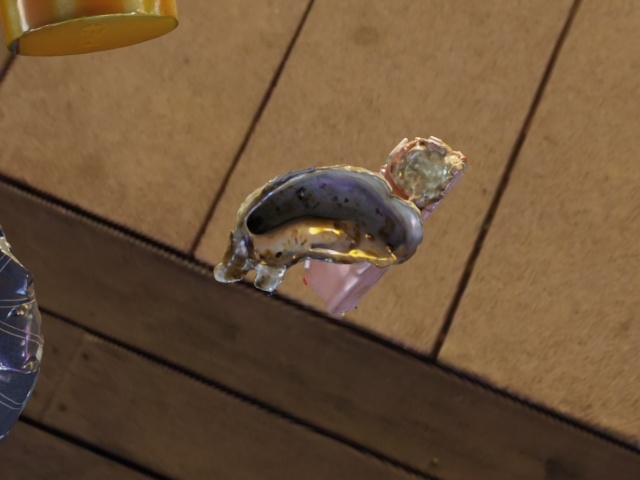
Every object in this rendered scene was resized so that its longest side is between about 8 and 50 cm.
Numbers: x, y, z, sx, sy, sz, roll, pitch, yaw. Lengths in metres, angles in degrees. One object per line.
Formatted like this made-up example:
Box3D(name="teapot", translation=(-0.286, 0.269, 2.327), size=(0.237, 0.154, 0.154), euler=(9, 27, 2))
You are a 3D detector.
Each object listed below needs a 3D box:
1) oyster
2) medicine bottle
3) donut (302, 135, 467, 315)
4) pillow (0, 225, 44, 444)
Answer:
Box3D(name="oyster", translation=(0.000, 0.000, 0.601), size=(0.083, 0.038, 0.081), euler=(29, 87, -4))
Box3D(name="medicine bottle", translation=(-0.136, -0.200, 0.660), size=(0.096, 0.096, 0.192), euler=(-9, 89, -6))
Box3D(name="donut", translation=(0.062, -0.015, 1.419), size=(0.085, 0.199, 0.233), euler=(40, 56, 3))
Box3D(name="pillow", translation=(-0.349, 0.122, 1.188), size=(0.092, 0.335, 0.161), euler=(-17, 61, -51))
